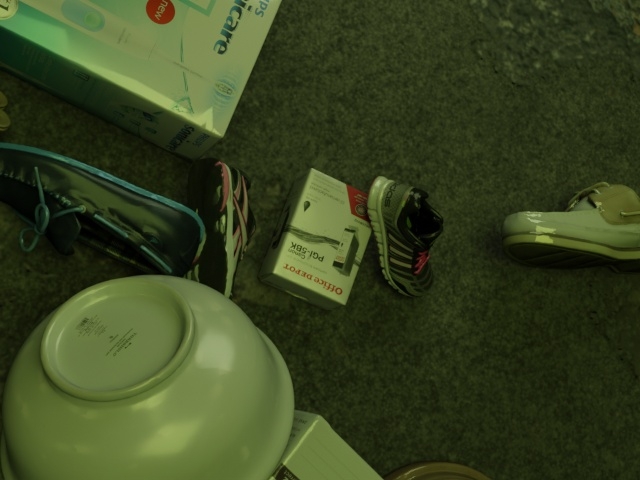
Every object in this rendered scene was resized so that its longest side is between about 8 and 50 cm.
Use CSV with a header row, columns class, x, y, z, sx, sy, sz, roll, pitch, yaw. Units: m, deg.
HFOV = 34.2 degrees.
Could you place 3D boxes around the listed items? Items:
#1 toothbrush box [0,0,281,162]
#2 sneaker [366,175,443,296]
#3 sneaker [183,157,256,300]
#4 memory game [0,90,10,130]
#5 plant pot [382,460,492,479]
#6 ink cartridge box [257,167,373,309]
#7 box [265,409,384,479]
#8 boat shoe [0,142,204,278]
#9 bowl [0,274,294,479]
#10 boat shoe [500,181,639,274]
class,x,y,z,sx,sy,sz,roll,pitch,yaw
toothbrush box,-0.211,-0.251,1.126,0.295,0.126,0.216,27,72,-16
sneaker,0.109,0.002,1.204,0.063,0.074,0.170,-49,133,-37
sneaker,-0.103,0.000,1.160,0.077,0.072,0.178,2,97,-54
memory game,-0.395,-0.158,1.036,0.186,0.186,0.012,36,114,-12
plant pot,0.151,0.372,1.175,0.237,0.109,0.238,3,81,-21
ink cartridge box,0.000,0.000,1.203,0.099,0.056,0.135,24,74,-16
box,-0.015,0.274,1.080,0.181,0.182,0.119,46,69,-16
boat shoe,-0.250,-0.027,1.071,0.258,0.109,0.089,17,69,-5
bowl,-0.177,0.130,0.987,0.297,0.134,0.298,-4,44,4
boat shoe,0.351,-0.018,1.316,0.302,0.113,0.103,6,78,-30
